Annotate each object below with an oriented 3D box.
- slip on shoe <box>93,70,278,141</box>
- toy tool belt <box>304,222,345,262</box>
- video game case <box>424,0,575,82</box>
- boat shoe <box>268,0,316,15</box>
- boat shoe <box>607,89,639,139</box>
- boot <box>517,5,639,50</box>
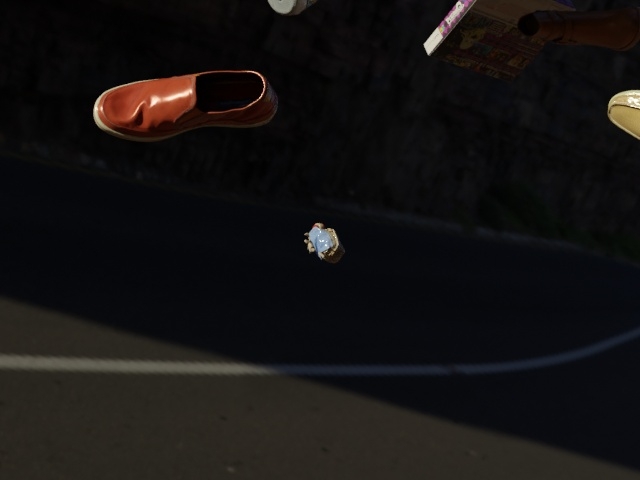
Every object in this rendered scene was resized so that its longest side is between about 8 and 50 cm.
[{"bbox_3d":[-0.242,-0.252,1.897,0.332,0.123,0.101,-5,-20,-4],"label":"slip on shoe"},{"bbox_3d":[0.000,0.000,1.725,0.051,0.052,0.083,7,37,-45],"label":"toy tool belt"},{"bbox_3d":[0.357,-0.424,2.104,0.232,0.210,0.041,10,46,-33],"label":"video game case"},{"bbox_3d":[-0.040,-0.523,1.735,0.109,0.302,0.094,27,42,29],"label":"boat shoe"},{"bbox_3d":[0.453,-0.139,1.363,0.190,0.068,0.072,23,53,30],"label":"boat shoe"},{"bbox_3d":[0.440,-0.362,1.795,0.153,0.072,0.197,2,2,-20],"label":"boot"}]
